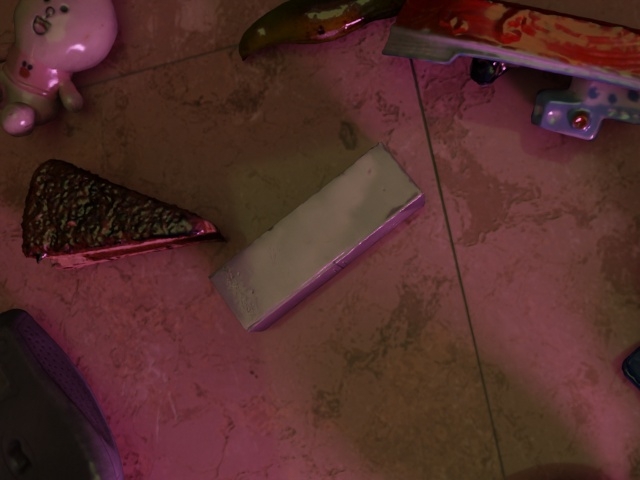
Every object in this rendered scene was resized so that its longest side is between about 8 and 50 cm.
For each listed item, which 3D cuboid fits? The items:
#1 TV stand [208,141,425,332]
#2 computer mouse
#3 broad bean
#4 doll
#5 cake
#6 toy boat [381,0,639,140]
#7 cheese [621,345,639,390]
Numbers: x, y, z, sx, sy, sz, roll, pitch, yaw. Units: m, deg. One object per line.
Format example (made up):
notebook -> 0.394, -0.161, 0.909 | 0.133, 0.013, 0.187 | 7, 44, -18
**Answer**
TV stand -> 0.000, 0.000, 0.814 | 0.269, 0.083, 0.088 | -38, 77, 5
computer mouse -> -0.368, 0.252, 0.834 | 0.188, 0.122, 0.371 | -41, 72, 1
broad bean -> 0.046, -0.310, 0.846 | 0.339, 0.061, 0.077 | -20, 74, 7
doll -> -0.372, -0.270, 0.898 | 0.154, 0.113, 0.275 | 27, 82, 3
cake -> -0.255, -0.047, 0.848 | 0.246, 0.112, 0.135 | -10, 80, 9
toy boat -> 0.235, -0.208, 0.772 | 0.331, 0.145, 0.133 | 17, 115, 12
cheese -> 0.464, 0.220, 0.707 | 0.189, 0.074, 0.286 | -37, 67, -10
